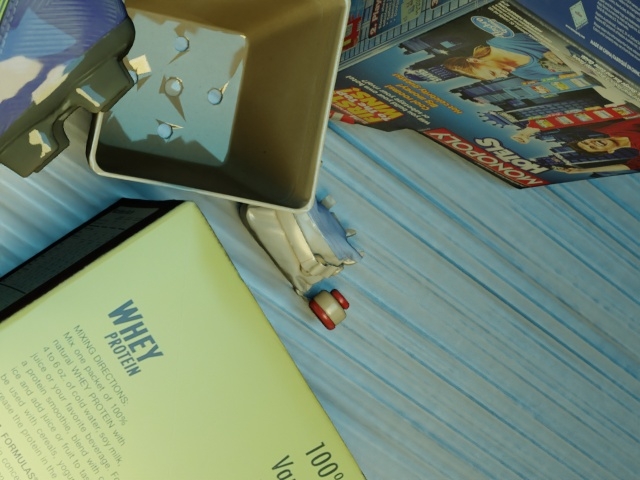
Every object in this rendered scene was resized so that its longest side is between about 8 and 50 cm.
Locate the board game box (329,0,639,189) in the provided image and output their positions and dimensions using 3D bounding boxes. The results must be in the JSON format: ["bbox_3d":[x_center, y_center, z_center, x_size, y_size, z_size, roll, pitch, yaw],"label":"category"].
[{"bbox_3d":[0.081,-0.089,0.851,0.194,0.194,0.060,26,69,-40],"label":"board game box"}]

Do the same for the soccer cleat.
[{"bbox_3d":[-0.212,-0.035,0.731,0.289,0.093,0.121,-38,95,-3],"label":"soccer cleat"}]

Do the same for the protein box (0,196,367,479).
[{"bbox_3d":[-0.107,0.114,0.803,0.201,0.136,0.199,-34,102,-14],"label":"protein box"}]

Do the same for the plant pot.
[{"bbox_3d":[-0.060,-0.077,0.831,0.109,0.096,0.109,11,90,-20],"label":"plant pot"}]

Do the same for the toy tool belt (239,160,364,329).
[{"bbox_3d":[0.000,0.000,0.880,0.051,0.052,0.083,-39,105,-5],"label":"toy tool belt"}]
